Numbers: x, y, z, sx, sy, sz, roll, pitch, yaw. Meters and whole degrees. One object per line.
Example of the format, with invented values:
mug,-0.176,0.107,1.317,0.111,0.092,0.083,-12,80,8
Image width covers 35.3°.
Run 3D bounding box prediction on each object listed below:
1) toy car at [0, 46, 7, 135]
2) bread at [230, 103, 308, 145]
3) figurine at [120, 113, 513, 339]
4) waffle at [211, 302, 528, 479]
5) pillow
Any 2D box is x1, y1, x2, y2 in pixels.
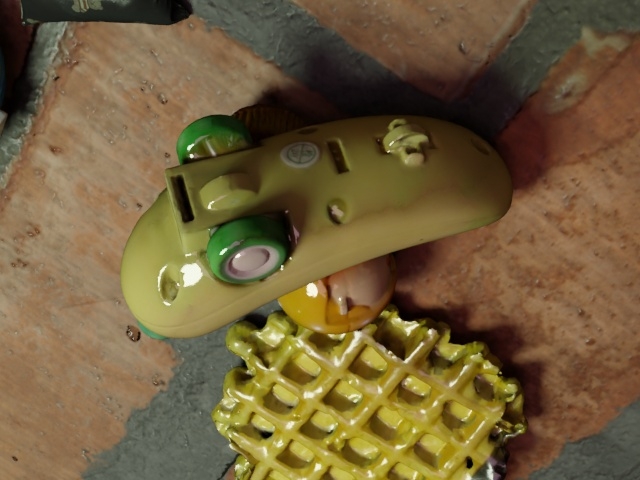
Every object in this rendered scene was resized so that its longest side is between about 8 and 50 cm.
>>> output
toy car,-0.422,-0.158,0.847,0.314,0.166,0.198,30,123,-3
bread,-0.047,-0.078,0.854,0.085,0.053,0.085,3,136,3
figurine,0.000,0.000,0.813,0.325,0.124,0.222,-15,144,-9
waffle,0.042,0.195,0.968,0.307,0.060,0.311,4,117,14
pillow,-0.187,-0.216,0.821,0.150,0.048,0.090,3,114,10
